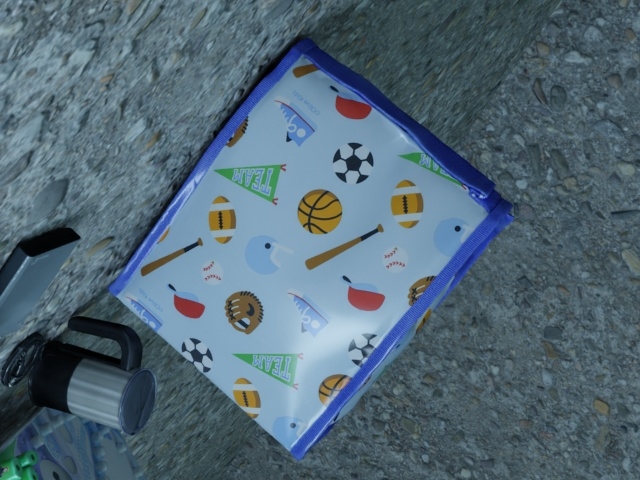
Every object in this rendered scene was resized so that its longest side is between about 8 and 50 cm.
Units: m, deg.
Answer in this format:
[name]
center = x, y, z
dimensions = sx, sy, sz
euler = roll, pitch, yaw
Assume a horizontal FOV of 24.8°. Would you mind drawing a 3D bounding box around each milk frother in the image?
[milk frother]
center = -0.286, 0.167, 1.717
dimensions = 0.143, 0.134, 0.129
euler = -38, 135, -57

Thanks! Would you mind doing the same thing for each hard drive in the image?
[hard drive]
center = -0.309, 0.048, 1.490
dimensions = 0.135, 0.022, 0.094
euler = -52, 169, 25

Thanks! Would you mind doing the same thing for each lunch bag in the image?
[lunch bag]
center = 0.000, 0.000, 1.732
dimensions = 0.385, 0.328, 0.239
euler = -54, 173, 25

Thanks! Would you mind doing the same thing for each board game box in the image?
[board game box]
center = -0.247, 0.378, 1.814
dimensions = 0.050, 0.390, 0.390
euler = -27, -173, 13
